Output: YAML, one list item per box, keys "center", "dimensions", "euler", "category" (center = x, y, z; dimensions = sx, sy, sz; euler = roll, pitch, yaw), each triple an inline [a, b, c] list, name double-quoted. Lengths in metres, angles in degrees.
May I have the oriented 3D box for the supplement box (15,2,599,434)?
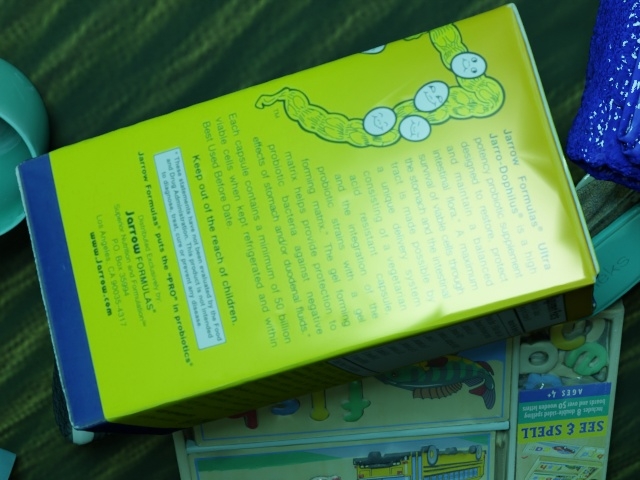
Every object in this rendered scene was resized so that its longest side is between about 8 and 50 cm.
- center: [0.000, 0.000, 0.889]
  dimensions: [0.357, 0.195, 0.194]
  euler: [-16, 167, 8]
  category: "supplement box"

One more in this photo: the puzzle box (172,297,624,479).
- center: [0.066, 0.167, 1.152]
  dimensions: [0.409, 0.052, 0.272]
  euler: [-5, 128, 0]
  category: "puzzle box"

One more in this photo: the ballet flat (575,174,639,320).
- center: [0.285, -0.061, 0.962]
  dimensions: [0.316, 0.106, 0.107]
  euler: [-34, 120, 19]
  category: "ballet flat"

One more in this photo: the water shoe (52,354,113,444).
- center: [-0.185, 0.088, 1.079]
  dimensions: [0.080, 0.073, 0.203]
  euler: [-9, 132, -31]
  category: "water shoe"

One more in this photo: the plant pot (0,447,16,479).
- center: [-0.432, 0.249, 1.118]
  dimensions: [0.234, 0.165, 0.165]
  euler: [28, 121, -13]
  category: "plant pot"

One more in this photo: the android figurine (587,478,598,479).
- center: [0.303, 0.307, 1.230]
  dimensions: [0.248, 0.056, 0.273]
  euler: [-14, 141, -6]
  category: "android figurine"

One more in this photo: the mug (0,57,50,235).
- center: [-0.274, -0.068, 0.924]
  dimensions: [0.129, 0.097, 0.158]
  euler: [31, 119, -25]
  category: "mug"

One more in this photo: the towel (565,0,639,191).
- center: [0.300, -0.165, 0.808]
  dimensions: [0.228, 0.076, 0.308]
  euler: [16, 89, -14]
  category: "towel"
